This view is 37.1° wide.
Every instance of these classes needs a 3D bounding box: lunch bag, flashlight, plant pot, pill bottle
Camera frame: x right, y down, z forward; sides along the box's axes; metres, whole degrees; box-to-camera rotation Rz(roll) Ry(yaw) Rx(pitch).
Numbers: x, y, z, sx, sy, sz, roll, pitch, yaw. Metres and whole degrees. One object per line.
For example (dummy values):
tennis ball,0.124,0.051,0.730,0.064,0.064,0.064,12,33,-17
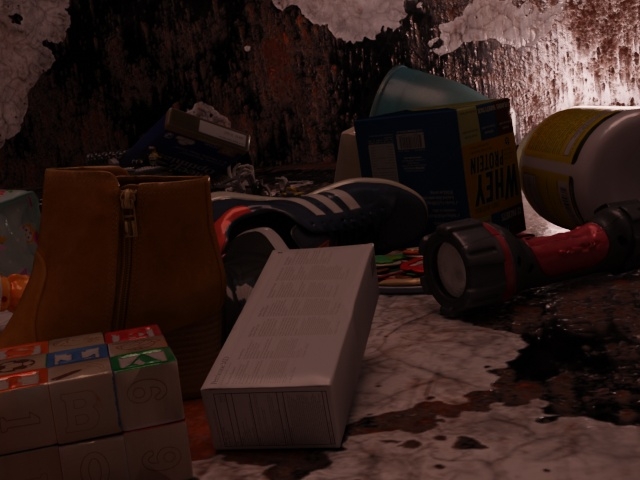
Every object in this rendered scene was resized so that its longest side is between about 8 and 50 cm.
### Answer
lunch bag,-0.547,0.025,1.334,0.223,0.160,0.262,5,25,37
flashlight,0.258,0.008,1.069,0.304,0.103,0.103,-12,10,-27
plant pot,0.258,-0.206,1.978,0.255,0.271,0.272,15,17,21
pill bottle,0.398,-0.099,1.363,0.188,0.188,0.334,-7,10,-6

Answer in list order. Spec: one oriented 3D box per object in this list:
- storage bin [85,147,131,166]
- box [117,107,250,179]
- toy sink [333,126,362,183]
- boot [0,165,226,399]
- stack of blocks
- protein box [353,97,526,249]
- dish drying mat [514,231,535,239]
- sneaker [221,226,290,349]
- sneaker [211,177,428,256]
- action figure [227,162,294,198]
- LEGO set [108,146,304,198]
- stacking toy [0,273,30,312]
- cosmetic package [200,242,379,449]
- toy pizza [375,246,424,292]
storage bin,-0.341,-0.069,1.667,0.084,0.180,0.122,-5,5,10
box,-0.226,-0.132,1.518,0.136,0.036,0.225,16,-25,-29
toy sink,0.159,-0.120,1.630,0.234,0.131,0.153,14,19,16
boot,-0.230,0.043,0.829,0.295,0.211,0.104,-7,9,-5
stack of blocks,-0.242,0.137,0.645,0.297,0.087,0.171,-8,10,-15
protein box,0.178,-0.097,1.432,0.200,0.201,0.136,1,14,45
dish drying mat,0.287,-0.010,1.451,0.032,0.008,0.083,-12,10,-26
sneaker,-0.109,0.050,1.032,0.147,0.104,0.296,-4,12,-18
sneaker,0.000,0.000,1.286,0.350,0.131,0.148,-7,25,-18
action figure,-0.140,-0.073,1.724,0.276,0.141,0.164,-8,-2,-3
LEGO set,-0.185,-0.058,1.476,0.331,0.192,0.255,3,13,42
stacking toy,-0.440,0.062,1.126,0.302,0.175,0.166,2,7,-33
cosmetic package,-0.015,0.079,0.786,0.099,0.060,0.239,-2,24,13
toy pizza,0.132,0.031,1.227,0.201,0.032,0.201,-6,9,1
